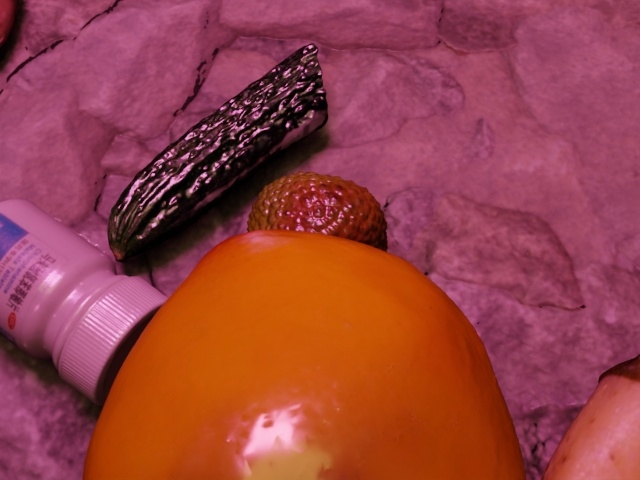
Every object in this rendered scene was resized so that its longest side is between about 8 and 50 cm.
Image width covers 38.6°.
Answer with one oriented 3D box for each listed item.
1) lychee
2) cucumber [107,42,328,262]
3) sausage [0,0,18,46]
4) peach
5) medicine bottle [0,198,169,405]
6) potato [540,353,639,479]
[{"bbox_3d":[0.000,0.000,0.772,0.146,0.114,0.114,30,65,35],"label":"lychee"},{"bbox_3d":[-0.092,-0.079,0.832,0.265,0.077,0.077,-38,69,-17],"label":"cucumber"},{"bbox_3d":[-0.344,-0.360,0.966,0.087,0.088,0.433,-1,62,-1],"label":"sausage"},{"bbox_3d":[-0.005,0.144,0.615,0.288,0.289,0.308,4,33,1],"label":"peach"},{"bbox_3d":[-0.212,0.048,0.746,0.168,0.105,0.105,32,67,14],"label":"medicine bottle"},{"bbox_3d":[0.241,0.243,0.594,0.285,0.242,0.242,50,65,-26],"label":"potato"}]
